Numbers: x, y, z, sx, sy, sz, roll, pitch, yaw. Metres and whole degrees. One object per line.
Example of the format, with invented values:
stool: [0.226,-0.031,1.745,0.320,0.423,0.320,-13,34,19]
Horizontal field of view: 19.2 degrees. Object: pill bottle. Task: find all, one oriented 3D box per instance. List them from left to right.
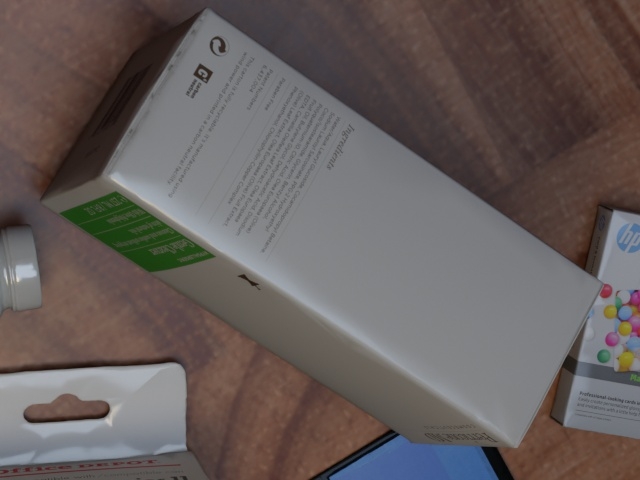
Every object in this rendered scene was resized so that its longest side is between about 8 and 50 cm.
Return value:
pill bottle: [-0.282,0.029,1.427,0.137,0.078,0.078,-9,101,-12]

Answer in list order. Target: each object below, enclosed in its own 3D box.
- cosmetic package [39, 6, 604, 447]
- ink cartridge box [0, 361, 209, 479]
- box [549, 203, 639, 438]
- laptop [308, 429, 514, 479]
cosmetic package: [0.000,0.000,1.415,0.365,0.197,0.155,34,74,-14]
ink cartridge box: [-0.186,0.282,1.469,0.207,0.119,0.353,-3,100,-13]
box: [0.283,0.074,1.589,0.145,0.038,0.186,11,95,-15]
laptop: [0.076,0.296,1.524,0.137,0.264,0.234,-21,106,29]
